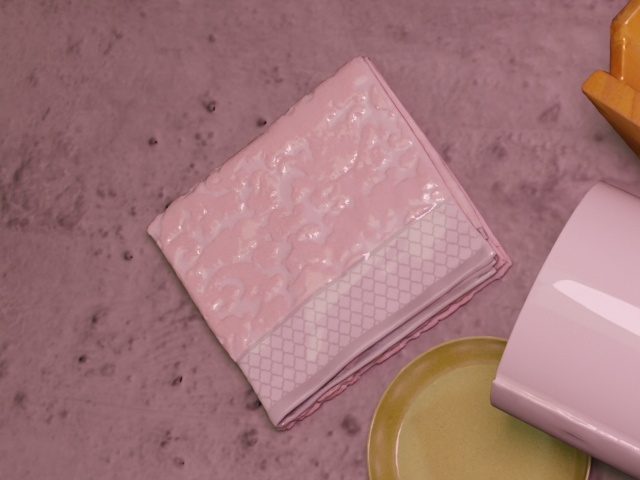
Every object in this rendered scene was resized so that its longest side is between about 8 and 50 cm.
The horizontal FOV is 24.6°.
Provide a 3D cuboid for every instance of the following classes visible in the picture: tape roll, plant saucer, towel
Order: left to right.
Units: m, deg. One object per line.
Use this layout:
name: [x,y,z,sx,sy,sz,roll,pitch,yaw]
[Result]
towel: [0.000,0.000,1.660,0.332,0.053,0.317,-38,65,8]
plant saucer: [0.167,0.221,1.537,0.241,0.037,0.241,-6,73,20]
tape roll: [0.290,0.086,1.395,0.169,0.246,0.246,26,86,15]

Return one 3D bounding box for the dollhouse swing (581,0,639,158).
dollhouse swing: [0.497,-0.147,1.330,0.347,0.315,0.305,-47,24,-1]
